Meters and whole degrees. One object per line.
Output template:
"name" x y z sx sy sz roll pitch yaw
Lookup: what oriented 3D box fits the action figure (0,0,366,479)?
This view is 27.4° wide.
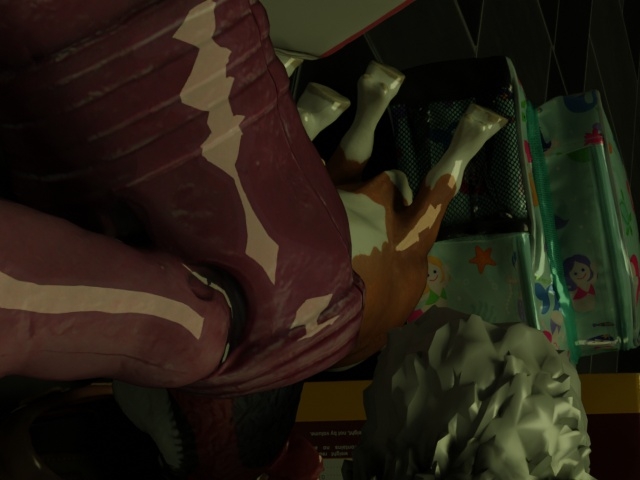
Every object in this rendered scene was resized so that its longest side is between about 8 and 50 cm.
"action figure" -0.053 -0.067 0.417 0.248 0.275 0.370 -60 131 -62

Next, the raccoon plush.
"raccoon plush" -0.045 0.224 0.295 0.299 0.216 0.447 28 57 -66

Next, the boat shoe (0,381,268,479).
"boat shoe" -0.075 0.095 0.548 0.073 0.073 0.207 56 22 16

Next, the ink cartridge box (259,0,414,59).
"ink cartridge box" 0.001 -0.246 0.532 0.117 0.207 0.283 5 72 -34

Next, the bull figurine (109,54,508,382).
"bull figurine" 0.000 0.000 0.698 0.310 0.101 0.188 -9 126 -63

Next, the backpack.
"backpack" 0.128 0.019 0.922 0.225 0.191 0.254 46 43 -71

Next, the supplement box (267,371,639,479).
"supplement box" 0.073 0.171 0.675 0.129 0.191 0.194 42 46 -76
